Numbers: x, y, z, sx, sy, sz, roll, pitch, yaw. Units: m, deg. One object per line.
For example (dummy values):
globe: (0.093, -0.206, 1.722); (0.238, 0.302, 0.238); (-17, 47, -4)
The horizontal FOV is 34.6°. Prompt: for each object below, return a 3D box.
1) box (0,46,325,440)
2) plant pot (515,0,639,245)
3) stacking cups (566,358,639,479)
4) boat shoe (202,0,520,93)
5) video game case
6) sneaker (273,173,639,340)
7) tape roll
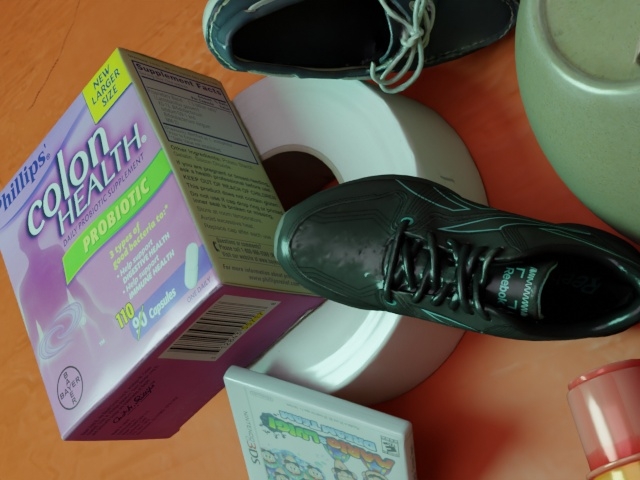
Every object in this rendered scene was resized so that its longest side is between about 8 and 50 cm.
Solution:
box: (-0.146, 0.007, 0.856); (0.213, 0.117, 0.243); (-43, 57, 28)
plant pot: (0.233, -0.131, 0.639); (0.284, 0.191, 0.284); (-7, 79, 40)
stacking cups: (0.242, 0.230, 0.648); (0.096, 0.096, 0.316); (-29, 61, 34)
boat shoe: (0.040, -0.165, 0.780); (0.079, 0.255, 0.095); (-121, 32, -59)
video game case: (0.003, 0.172, 0.815); (0.157, 0.019, 0.143); (14, 134, 25)
sneaker: (0.100, 0.012, 0.696); (0.267, 0.106, 0.101); (7, 95, 2)
tape roll: (0.000, 0.000, 0.876); (0.286, 0.100, 0.286); (-9, 76, 39)
